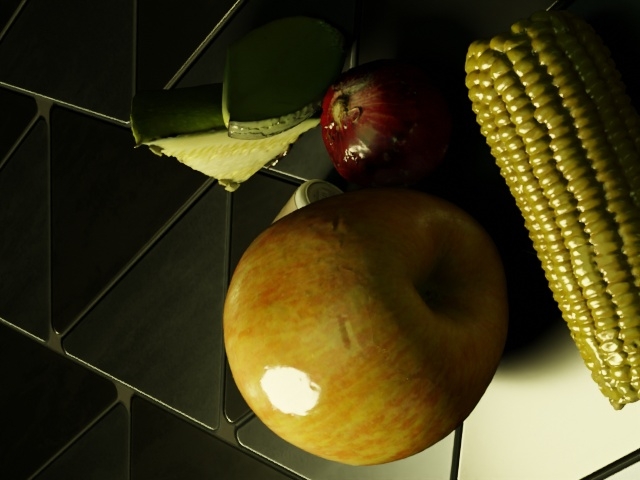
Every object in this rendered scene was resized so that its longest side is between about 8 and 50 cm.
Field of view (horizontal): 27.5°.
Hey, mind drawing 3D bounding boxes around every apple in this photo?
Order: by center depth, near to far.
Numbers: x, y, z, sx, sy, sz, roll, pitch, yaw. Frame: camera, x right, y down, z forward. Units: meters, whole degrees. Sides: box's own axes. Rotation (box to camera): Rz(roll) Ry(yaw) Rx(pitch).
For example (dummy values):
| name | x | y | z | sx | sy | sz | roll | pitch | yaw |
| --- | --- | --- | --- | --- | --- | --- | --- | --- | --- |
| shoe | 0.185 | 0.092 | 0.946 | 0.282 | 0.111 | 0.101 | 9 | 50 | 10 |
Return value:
| name | x | y | z | sx | sy | sz | roll | pitch | yaw |
| --- | --- | --- | --- | --- | --- | --- | --- | --- | --- |
| apple | 0.051 | 0.072 | 1.220 | 0.264 | 0.264 | 0.264 | 14 | 111 | 41 |

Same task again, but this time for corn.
| name | x | y | z | sx | sy | sz | roll | pitch | yaw |
| --- | --- | --- | --- | --- | --- | --- | --- | --- | --- |
| corn | 0.231 | -0.026 | 1.107 | 0.131 | 0.131 | 0.345 | -24 | 86 | 45 |

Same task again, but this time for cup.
| name | x | y | z | sx | sy | sz | roll | pitch | yaw |
| --- | --- | --- | --- | --- | --- | --- | --- | --- | --- |
| cup | -0.006 | 0.001 | 1.383 | 0.102 | 0.074 | 0.099 | 54 | 132 | 20 |

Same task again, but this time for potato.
| name | x | y | z | sx | sy | sz | roll | pitch | yaw |
| --- | --- | --- | --- | --- | --- | --- | --- | --- | --- |
| potato | -0.041 | -0.153 | 1.304 | 0.119 | 0.198 | 0.054 | 10 | 132 | 6 |

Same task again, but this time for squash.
| name | x | y | z | sx | sy | sz | roll | pitch | yaw |
| --- | --- | --- | --- | --- | --- | --- | --- | --- | --- |
| squash | -0.143 | -0.111 | 1.360 | 0.169 | 0.252 | 0.093 | -37 | 74 | 43 |

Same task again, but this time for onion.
| name | x | y | z | sx | sy | sz | roll | pitch | yaw |
| --- | --- | --- | --- | --- | --- | --- | --- | --- | --- |
| onion | 0.062 | -0.111 | 1.259 | 0.131 | 0.131 | 0.131 | 14 | 111 | 41 |
